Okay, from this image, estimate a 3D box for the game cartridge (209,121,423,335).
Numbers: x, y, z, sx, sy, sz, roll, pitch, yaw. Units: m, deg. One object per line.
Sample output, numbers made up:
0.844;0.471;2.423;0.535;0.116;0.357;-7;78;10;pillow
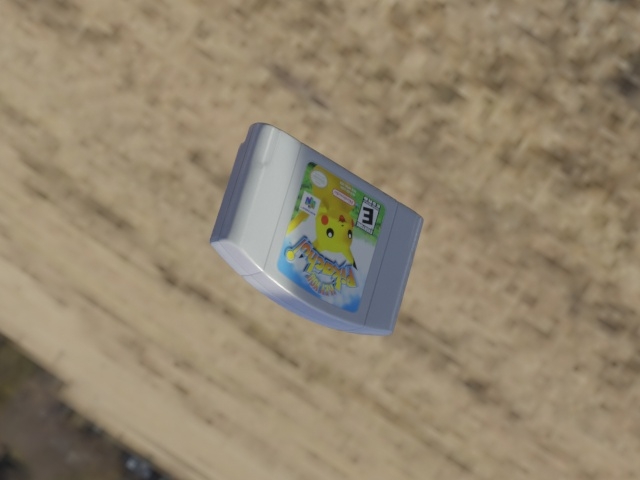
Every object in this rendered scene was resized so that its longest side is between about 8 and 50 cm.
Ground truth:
0.000;0.000;0.694;0.083;0.056;0.017;29;160;-33;game cartridge
